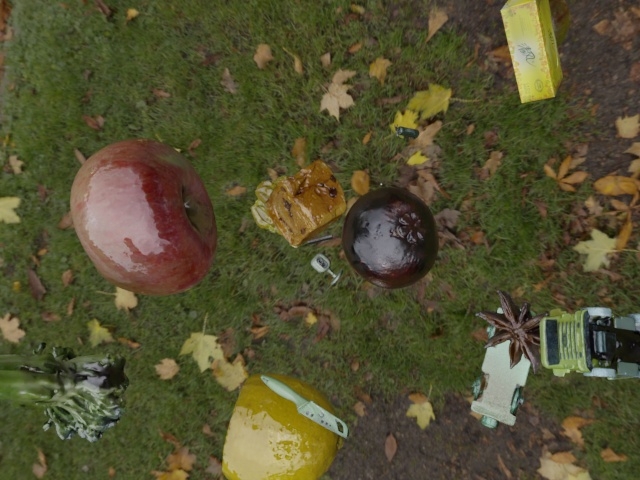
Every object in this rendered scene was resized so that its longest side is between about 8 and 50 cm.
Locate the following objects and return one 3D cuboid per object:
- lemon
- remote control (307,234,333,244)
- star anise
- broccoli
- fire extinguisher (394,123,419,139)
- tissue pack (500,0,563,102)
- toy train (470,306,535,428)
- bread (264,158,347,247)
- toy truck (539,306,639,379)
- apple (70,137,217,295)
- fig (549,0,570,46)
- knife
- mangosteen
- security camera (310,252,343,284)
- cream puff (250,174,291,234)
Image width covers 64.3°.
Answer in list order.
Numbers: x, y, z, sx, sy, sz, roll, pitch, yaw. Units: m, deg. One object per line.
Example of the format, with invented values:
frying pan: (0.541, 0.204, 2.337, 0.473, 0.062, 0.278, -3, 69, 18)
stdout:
lemon: (-0.102, 0.581, 1.511, 0.364, 0.364, 0.364, 1, 96, 7)
remote control: (0.000, 0.000, 1.771, 0.091, 0.034, 0.016, -15, 76, -1)
star anise: (0.315, 0.144, 0.809, 0.141, 0.042, 0.141, 22, 120, 45)
broccoli: (-0.439, 0.219, 0.768, 0.164, 0.304, 0.146, -1, 67, 26)
fire extinguisher: (0.237, -0.301, 1.422, 0.083, 0.025, 0.038, 4, 94, -34)
tissue pack: (0.384, -0.351, 0.915, 0.062, 0.095, 0.176, -1, 126, 38)
toy train: (0.491, 0.332, 1.353, 0.129, 0.159, 0.326, 15, 90, 26)
bread: (-0.032, -0.085, 1.221, 0.143, 0.158, 0.149, -29, 84, -32)
toy truck: (0.368, 0.139, 0.671, 0.191, 0.116, 0.085, 9, 74, -26)
apple: (-0.385, -0.043, 1.095, 0.269, 0.345, 0.345, -15, 94, 10)
fig: (0.488, -0.470, 1.079, 0.236, 0.124, 0.124, -34, 92, -33)
knife: (-0.046, 0.401, 1.244, 0.293, 0.020, 0.043, 20, 67, 35)
mangosteen: (0.193, -0.005, 1.494, 0.293, 0.297, 0.297, -8, 97, 48)
security camera: (0.015, 0.078, 1.448, 0.092, 0.058, 0.058, 38, 99, -7)
cream puff: (-0.165, -0.142, 1.875, 0.194, 0.195, 0.221, 23, 92, 4)
